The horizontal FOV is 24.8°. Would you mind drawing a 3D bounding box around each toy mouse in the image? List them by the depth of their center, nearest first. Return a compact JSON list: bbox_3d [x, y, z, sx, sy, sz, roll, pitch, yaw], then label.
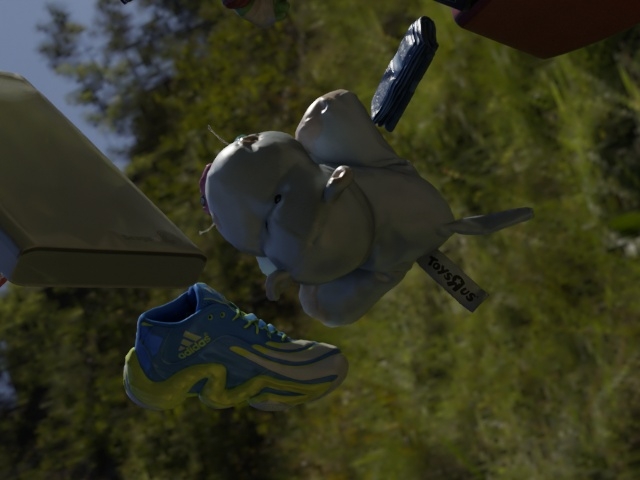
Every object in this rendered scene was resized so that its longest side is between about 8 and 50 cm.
[{"bbox_3d":[-0.094,-0.076,1.729,0.161,0.031,0.143,-35,-68,-28],"label":"toy mouse"}]

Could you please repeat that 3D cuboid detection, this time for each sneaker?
[{"bbox_3d":[-0.083,0.107,1.502,0.091,0.240,0.126,-125,33,-58],"label":"sneaker"}]

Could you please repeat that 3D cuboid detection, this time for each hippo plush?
[{"bbox_3d":[0.000,0.000,1.451,0.294,0.234,0.236,37,-154,21],"label":"hippo plush"}]

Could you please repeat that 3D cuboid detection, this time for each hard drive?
[{"bbox_3d":[-0.261,-0.063,1.260,0.203,0.040,0.307,3,-148,-50],"label":"hard drive"}]

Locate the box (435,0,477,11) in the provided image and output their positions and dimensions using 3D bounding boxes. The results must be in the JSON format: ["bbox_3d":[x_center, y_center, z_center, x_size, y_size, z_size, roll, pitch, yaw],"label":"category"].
[{"bbox_3d":[0.094,-0.437,1.866,0.060,0.270,0.216,-47,-28,-38],"label":"box"}]

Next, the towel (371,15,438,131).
[{"bbox_3d":[0.088,-0.180,1.558,0.029,0.119,0.067,18,-146,-14],"label":"towel"}]

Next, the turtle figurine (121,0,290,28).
[{"bbox_3d":[-0.144,-0.417,2.009,0.266,0.274,0.198,17,-168,-44],"label":"turtle figurine"}]

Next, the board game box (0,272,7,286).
[{"bbox_3d":[-0.360,0.004,1.504,0.281,0.145,0.027,-55,-39,-56],"label":"board game box"}]

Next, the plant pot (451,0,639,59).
[{"bbox_3d":[0.311,-0.407,2.020,0.267,0.236,0.267,14,-128,-32],"label":"plant pot"}]
